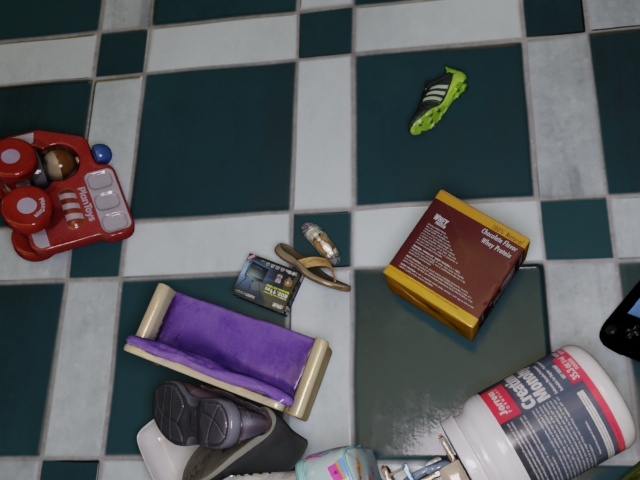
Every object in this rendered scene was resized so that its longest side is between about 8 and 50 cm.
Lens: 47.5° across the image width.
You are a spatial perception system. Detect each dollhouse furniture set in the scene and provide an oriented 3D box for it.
[{"bbox_3d":[0.180,0.409,1.219,0.129,0.184,0.129,-28,68,1],"label":"dollhouse furniture set"}]

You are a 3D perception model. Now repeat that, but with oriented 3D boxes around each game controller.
[{"bbox_3d":[0.631,0.083,1.266,0.067,0.166,0.319,44,83,-12],"label":"game controller"}]

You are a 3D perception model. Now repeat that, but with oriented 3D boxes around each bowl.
[{"bbox_3d":[-0.261,0.391,1.381,0.142,0.053,0.142,-33,67,0],"label":"bowl"}]

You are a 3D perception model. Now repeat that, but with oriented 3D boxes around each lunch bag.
[{"bbox_3d":[0.050,0.452,1.178,0.107,0.279,0.224,-18,71,9],"label":"lunch bag"}]

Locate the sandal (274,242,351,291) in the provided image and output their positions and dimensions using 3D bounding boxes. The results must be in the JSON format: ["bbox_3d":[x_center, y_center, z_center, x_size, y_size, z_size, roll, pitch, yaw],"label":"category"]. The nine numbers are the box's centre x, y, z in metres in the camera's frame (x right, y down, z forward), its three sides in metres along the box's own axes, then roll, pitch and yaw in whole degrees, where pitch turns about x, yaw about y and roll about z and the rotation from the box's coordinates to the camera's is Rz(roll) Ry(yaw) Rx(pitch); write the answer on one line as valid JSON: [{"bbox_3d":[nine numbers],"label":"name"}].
[{"bbox_3d":[-0.014,0.046,1.441,0.180,0.072,0.049,34,102,24],"label":"sandal"}]

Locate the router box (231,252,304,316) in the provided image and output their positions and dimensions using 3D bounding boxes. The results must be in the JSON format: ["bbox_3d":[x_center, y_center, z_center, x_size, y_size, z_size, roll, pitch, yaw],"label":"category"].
[{"bbox_3d":[-0.106,0.089,1.464,0.122,0.038,0.092,19,76,17],"label":"router box"}]

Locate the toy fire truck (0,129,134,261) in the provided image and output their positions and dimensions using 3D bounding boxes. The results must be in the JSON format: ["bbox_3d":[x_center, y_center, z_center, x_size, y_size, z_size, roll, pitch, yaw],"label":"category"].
[{"bbox_3d":[-0.562,-0.109,1.575,0.253,0.169,0.302,-16,67,-21],"label":"toy fire truck"}]

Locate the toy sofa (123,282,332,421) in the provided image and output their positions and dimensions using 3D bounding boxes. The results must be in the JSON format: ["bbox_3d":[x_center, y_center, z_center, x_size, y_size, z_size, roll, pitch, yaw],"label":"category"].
[{"bbox_3d":[-0.171,0.204,1.364,0.362,0.177,0.150,17,74,16],"label":"toy sofa"}]

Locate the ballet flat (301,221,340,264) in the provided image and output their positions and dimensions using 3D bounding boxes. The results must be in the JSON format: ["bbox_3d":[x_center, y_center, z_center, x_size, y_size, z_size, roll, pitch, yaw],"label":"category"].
[{"bbox_3d":[0.000,0.000,1.474,0.041,0.041,0.114,-39,68,-4],"label":"ballet flat"}]

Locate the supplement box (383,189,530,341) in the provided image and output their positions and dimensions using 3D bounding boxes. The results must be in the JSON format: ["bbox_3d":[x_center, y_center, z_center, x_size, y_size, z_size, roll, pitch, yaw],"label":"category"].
[{"bbox_3d":[0.255,0.048,1.359,0.191,0.129,0.194,32,80,19],"label":"supplement box"}]

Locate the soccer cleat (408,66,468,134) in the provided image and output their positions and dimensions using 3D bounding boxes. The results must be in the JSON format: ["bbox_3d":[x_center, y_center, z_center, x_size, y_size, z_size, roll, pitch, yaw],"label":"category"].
[{"bbox_3d":[0.235,-0.292,1.525,0.072,0.060,0.179,36,74,30],"label":"soccer cleat"}]

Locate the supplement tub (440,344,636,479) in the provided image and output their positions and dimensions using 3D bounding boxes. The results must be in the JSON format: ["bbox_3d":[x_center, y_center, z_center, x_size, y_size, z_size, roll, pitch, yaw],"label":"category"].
[{"bbox_3d":[0.359,0.314,1.214,0.272,0.191,0.191,-29,68,0],"label":"supplement tub"}]

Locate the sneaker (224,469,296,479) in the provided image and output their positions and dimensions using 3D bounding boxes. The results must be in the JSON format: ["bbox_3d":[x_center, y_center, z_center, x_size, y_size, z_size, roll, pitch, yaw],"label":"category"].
[{"bbox_3d":[-0.112,0.443,1.319,0.228,0.087,0.092,-16,61,1],"label":"sneaker"}]

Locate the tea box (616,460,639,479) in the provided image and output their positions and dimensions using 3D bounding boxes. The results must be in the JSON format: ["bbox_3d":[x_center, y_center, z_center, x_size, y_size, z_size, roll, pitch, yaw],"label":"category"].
[{"bbox_3d":[0.481,0.481,1.058,0.323,0.329,0.220,-37,68,-4],"label":"tea box"}]

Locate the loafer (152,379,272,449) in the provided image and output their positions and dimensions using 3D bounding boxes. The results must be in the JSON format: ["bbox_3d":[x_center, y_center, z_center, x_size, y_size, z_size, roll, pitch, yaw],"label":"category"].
[{"bbox_3d":[-0.198,0.308,1.273,0.302,0.095,0.109,-3,81,53],"label":"loafer"}]

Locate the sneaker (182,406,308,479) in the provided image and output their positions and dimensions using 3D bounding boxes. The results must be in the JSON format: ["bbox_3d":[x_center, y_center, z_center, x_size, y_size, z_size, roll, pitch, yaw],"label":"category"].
[{"bbox_3d":[-0.133,0.392,1.278,0.222,0.118,0.083,-35,31,18],"label":"sneaker"}]
